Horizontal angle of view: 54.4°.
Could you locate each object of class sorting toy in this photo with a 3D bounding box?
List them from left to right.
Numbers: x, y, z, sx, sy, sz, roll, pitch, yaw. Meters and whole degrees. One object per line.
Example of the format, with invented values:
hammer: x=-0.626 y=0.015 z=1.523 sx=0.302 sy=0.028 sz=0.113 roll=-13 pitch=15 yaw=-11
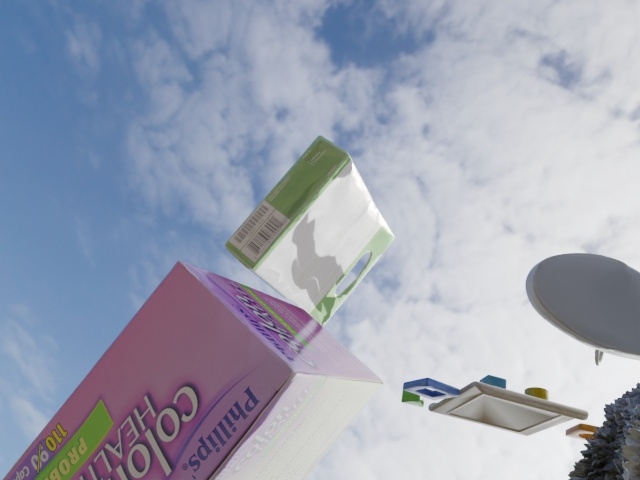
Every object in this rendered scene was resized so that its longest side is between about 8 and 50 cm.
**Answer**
sorting toy: x=0.290 y=0.256 z=0.981 sx=0.347 sy=0.047 sz=0.196 roll=16 pitch=-27 yaw=-7

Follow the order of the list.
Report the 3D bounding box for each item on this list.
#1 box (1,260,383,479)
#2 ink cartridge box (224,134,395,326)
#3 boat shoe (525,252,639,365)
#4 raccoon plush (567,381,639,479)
box: x=-0.083 y=0.155 z=0.501 sx=0.117 sy=0.243 sz=0.214 roll=39 pitch=-88 yaw=22
ink cartridge box: x=0.000 y=0.000 z=0.787 sx=0.056 sy=0.171 sz=0.235 roll=37 pitch=-7 yaw=28
boat shoe: x=0.464 y=0.121 z=0.917 sx=0.366 sy=0.136 sz=0.156 roll=14 pitch=-18 yaw=1
raccoon plush: x=0.308 y=0.121 z=0.502 sx=0.215 sy=0.447 sz=0.299 roll=1 pitch=-52 yaw=11
